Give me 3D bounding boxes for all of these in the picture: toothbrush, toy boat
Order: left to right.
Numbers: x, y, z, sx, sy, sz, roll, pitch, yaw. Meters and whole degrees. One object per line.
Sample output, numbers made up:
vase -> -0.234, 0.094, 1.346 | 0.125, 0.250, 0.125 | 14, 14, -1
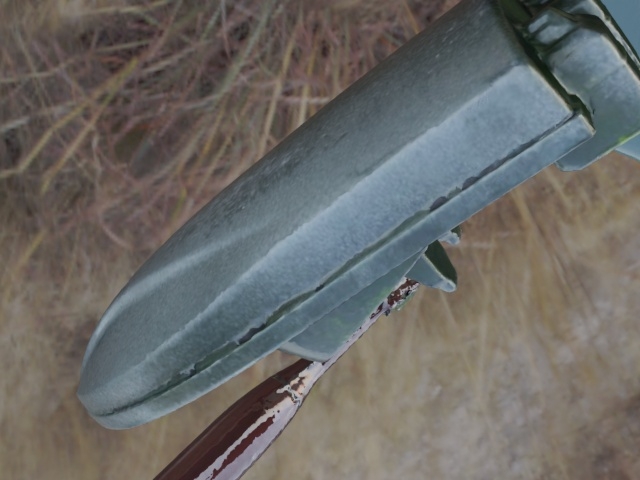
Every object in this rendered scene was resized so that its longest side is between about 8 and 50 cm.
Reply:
toothbrush -> -0.062, 0.133, 0.665 | 0.364, 0.041, 0.041 | -42, 147, -26
toy boat -> 0.000, 0.000, 0.502 | 0.319, 0.141, 0.092 | -36, 106, 22

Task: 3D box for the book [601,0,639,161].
book -> 0.318, -0.133, 0.698 | 0.379, 0.031, 0.264 | 22, 125, -6
